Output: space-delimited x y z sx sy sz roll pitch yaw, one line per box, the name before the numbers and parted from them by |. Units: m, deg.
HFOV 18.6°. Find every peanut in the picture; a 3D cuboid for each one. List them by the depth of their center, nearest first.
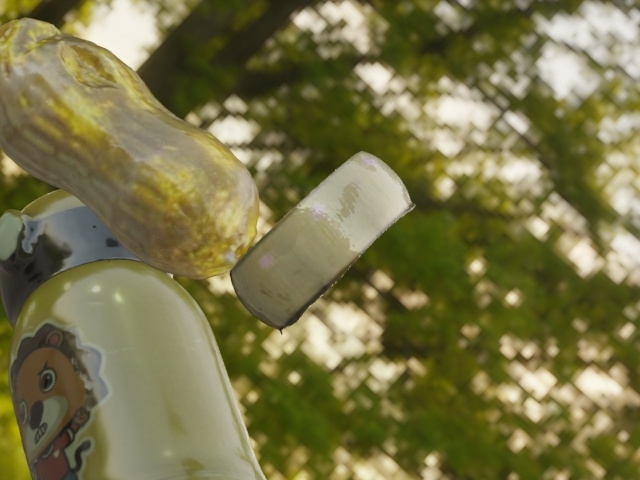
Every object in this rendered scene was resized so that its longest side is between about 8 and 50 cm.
peanut | -0.119 -0.052 1.119 0.206 0.087 0.087 39 -9 22

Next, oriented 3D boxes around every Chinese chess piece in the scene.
Chinese chess piece | 0.000 0.000 1.183 0.051 0.122 0.122 45 -8 0

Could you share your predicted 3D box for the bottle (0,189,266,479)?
bottle | -0.161 0.109 1.521 0.171 0.171 0.351 53 11 -52
